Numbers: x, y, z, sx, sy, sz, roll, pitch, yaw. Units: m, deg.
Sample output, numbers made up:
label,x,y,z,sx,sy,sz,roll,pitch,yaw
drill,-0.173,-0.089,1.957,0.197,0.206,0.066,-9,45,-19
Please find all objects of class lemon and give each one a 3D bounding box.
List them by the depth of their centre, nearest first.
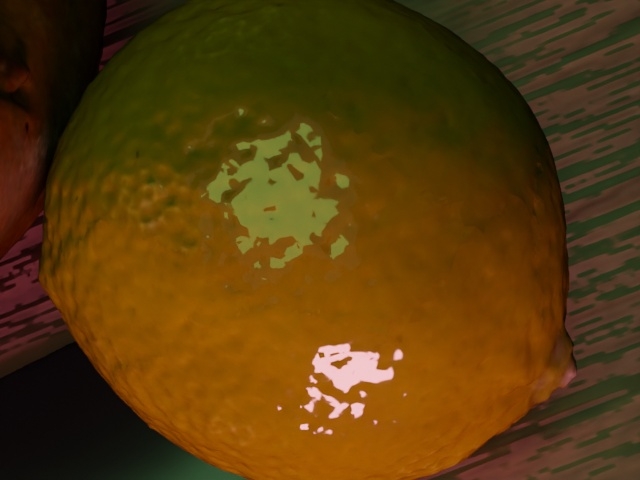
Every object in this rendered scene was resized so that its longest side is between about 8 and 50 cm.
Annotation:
label,x,y,z,sx,sy,sz,roll,pitch,yaw
lemon,0.000,0.000,0.454,0.203,0.178,0.178,27,82,15

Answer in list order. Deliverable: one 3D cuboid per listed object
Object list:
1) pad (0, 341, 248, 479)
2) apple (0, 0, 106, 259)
label,x,y,z,sx,sy,sz,roll,pitch,yaw
pad,-0.103,0.128,0.528,0.246,0.006,0.170,-27,72,3
apple,-0.265,-0.118,0.426,0.374,0.384,0.374,-2,81,13
